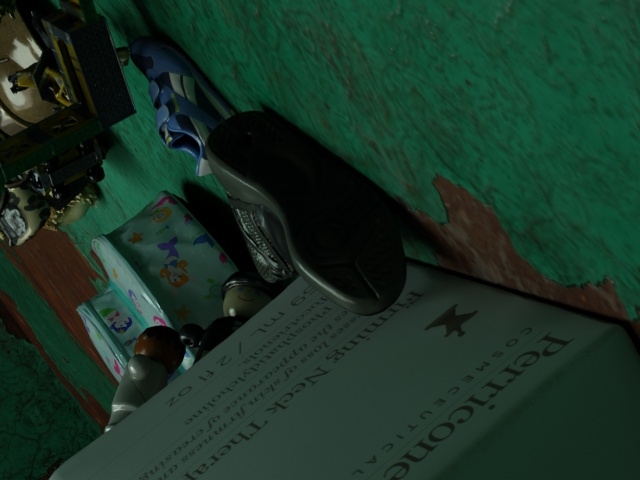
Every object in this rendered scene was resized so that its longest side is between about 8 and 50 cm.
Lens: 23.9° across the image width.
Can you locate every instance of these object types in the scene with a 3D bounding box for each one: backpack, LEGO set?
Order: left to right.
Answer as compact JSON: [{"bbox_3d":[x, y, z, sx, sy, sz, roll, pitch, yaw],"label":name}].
[{"bbox_3d":[-0.307,-0.198,1.282,0.192,0.255,0.331,31,152,48],"label":"LEGO set"},{"bbox_3d":[-0.139,0.083,1.576,0.225,0.191,0.254,43,159,50],"label":"backpack"}]

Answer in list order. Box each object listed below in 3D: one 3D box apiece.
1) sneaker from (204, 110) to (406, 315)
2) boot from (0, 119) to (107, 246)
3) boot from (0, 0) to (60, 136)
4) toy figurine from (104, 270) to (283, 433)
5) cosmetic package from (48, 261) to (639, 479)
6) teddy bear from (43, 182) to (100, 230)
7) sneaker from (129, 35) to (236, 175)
[{"bbox_3d":[0.000,0.000,1.197,0.227,0.087,0.130,41,163,39],"label":"sneaker"},{"bbox_3d":[-0.400,-0.114,1.624,0.138,0.377,0.284,-34,105,30],"label":"boot"},{"bbox_3d":[-0.351,-0.260,1.580,0.305,0.112,0.115,53,133,6],"label":"boot"},{"bbox_3d":[-0.074,0.148,1.393,0.213,0.148,0.209,40,136,-25],"label":"toy figurine"},{"bbox_3d":[0.064,0.245,1.126,0.327,0.329,0.393,58,161,-22],"label":"cosmetic package"},{"bbox_3d":[-0.448,-0.100,1.957,0.338,0.113,0.245,17,178,-2],"label":"teddy bear"},{"bbox_3d":[-0.123,-0.116,1.303,0.144,0.059,0.053,48,166,12],"label":"sneaker"}]
